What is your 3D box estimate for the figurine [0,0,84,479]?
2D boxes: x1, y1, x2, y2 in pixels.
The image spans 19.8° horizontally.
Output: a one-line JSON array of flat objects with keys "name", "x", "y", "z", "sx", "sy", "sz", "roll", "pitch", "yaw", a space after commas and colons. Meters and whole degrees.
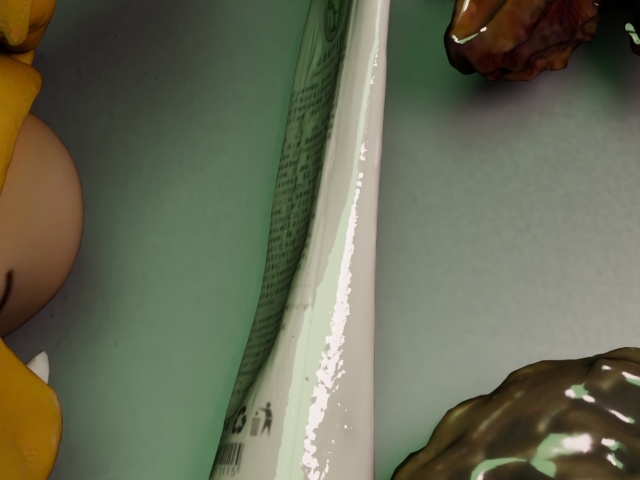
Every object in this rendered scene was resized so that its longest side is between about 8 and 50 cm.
[{"name": "figurine", "x": -0.265, "y": -0.076, "z": 0.802, "sx": 0.401, "sy": 0.268, "sz": 0.387, "roll": 2, "pitch": 60, "yaw": -10}]

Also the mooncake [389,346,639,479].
[{"name": "mooncake", "x": 0.130, "y": 0.154, "z": 0.802, "sx": 0.228, "sy": 0.124, "sz": 0.228, "roll": -1, "pitch": 74, "yaw": 2}]

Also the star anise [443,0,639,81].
[{"name": "star anise", "x": 0.146, "y": -0.159, "z": 0.884, "sx": 0.220, "sy": 0.126, "sz": 0.190, "roll": -21, "pitch": 45, "yaw": 18}]

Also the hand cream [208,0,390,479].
[{"name": "hand cream", "x": 0.000, "y": 0.000, "z": 0.854, "sx": 0.076, "sy": 0.121, "sz": 0.336, "roll": 10, "pitch": 76, "yaw": -15}]
